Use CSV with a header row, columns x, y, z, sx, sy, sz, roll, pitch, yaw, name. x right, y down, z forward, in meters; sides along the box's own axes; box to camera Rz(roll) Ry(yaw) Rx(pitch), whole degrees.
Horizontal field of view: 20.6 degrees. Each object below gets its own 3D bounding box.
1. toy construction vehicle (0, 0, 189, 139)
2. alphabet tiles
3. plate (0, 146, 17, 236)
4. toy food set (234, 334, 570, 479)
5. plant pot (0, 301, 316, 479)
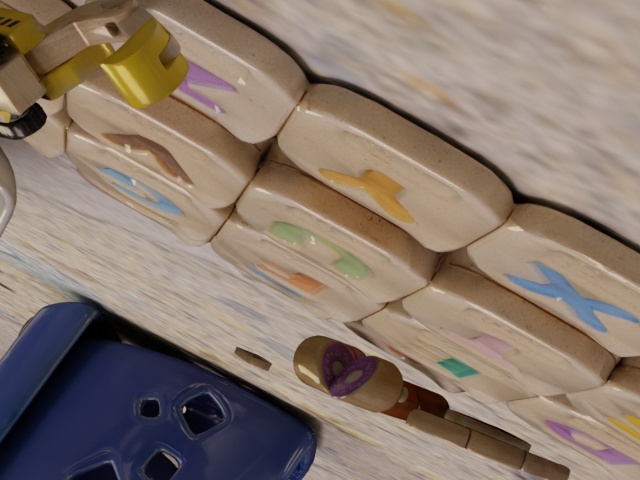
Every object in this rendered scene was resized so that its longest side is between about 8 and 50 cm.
x,y,z,sx,sy,sz,roll,pitch,yaw,name
-0.078,-0.066,0.387,0.098,0.035,0.086,11,140,52,toy construction vehicle
0.000,0.000,0.534,0.284,0.021,0.278,29,170,-5,alphabet tiles
-0.255,-0.056,0.701,0.278,0.045,0.277,32,152,-7,plate
0.030,0.057,0.651,0.122,0.019,0.078,22,177,-9,toy food set
-0.152,0.180,1.244,0.212,0.236,0.236,35,171,7,plant pot
